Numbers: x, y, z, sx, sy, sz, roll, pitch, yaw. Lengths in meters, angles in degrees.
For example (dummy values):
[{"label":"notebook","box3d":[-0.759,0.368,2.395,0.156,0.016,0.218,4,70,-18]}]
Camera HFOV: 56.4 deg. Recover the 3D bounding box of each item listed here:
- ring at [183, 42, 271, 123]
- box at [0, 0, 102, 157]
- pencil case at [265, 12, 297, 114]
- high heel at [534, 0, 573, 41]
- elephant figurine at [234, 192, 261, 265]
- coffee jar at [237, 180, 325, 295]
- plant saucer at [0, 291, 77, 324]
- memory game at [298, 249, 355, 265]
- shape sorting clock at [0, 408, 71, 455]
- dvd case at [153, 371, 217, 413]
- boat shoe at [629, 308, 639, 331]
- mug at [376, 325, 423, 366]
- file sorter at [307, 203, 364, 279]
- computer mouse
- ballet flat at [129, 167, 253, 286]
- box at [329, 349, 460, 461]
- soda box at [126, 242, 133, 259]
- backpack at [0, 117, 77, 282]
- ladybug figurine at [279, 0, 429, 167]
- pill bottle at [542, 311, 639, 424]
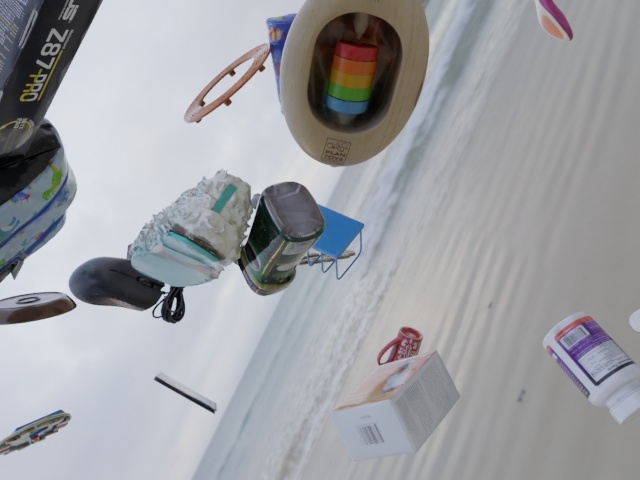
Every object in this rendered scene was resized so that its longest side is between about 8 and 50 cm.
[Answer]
[{"label":"ring","box3d":[-0.269,-0.455,1.749,0.337,0.032,0.336,-31,31,21]},{"label":"box","box3d":[-0.468,-0.349,0.749,0.318,0.395,0.097,-47,-9,28]},{"label":"pencil case","box3d":[-0.082,-0.533,1.802,0.133,0.119,0.306,-46,-43,-47]},{"label":"high heel","box3d":[0.615,-0.633,1.574,0.117,0.244,0.082,-32,-26,1]},{"label":"elephant figurine","box3d":[-0.165,0.010,1.576,0.239,0.186,0.169,-60,-25,11]},{"label":"coffee jar","box3d":[-0.062,0.004,0.859,0.079,0.096,0.184,-16,-23,-30]},{"label":"plant saucer","box3d":[-0.556,0.125,1.137,0.168,0.169,0.029,-68,-25,-80]},{"label":"memory game","box3d":[0.001,0.043,1.567,0.186,0.186,0.012,-71,-27,-84]},{"label":"shape sorting clock","box3d":[-0.770,0.521,1.597,0.206,0.040,0.206,-33,-12,-8]},{"label":"dvd case","box3d":[-0.435,0.492,1.936,0.018,0.221,0.164,-59,4,-12]},{"label":"boat shoe","box3d":[0.780,0.147,1.326,0.063,0.066,0.184,-8,-36,-39]},{"label":"mug","box3d":[0.297,0.412,2.176,0.150,0.113,0.169,-7,-60,-49]},{"label":"file sorter","box3d":[0.000,0.000,1.406,0.118,0.170,0.104,-49,-28,-33]},{"label":"computer mouse","box3d":[-0.446,0.090,1.390,0.072,0.272,0.188,108,165,-49]},{"label":"ballet flat","box3d":[-0.190,-0.011,0.911,0.409,0.147,0.147,-18,43,63]},{"label":"box","box3d":[0.123,0.265,0.965,0.130,0.091,0.170,-26,1,39]},{"label":"soda box","box3d":[-0.479,0.051,1.747,0.060,0.169,0.053,-19,62,39]},{"label":"backpack","box3d":[-0.542,-0.061,0.879,0.355,0.290,0.273,-52,-19,-20]},{"label":"ladybug figurine","box3d":[0.066,-0.369,1.289,0.161,0.305,0.449,-91,14,-54]},{"label":"pill bottle","box3d":[0.516,0.236,1.102,0.193,0.108,0.108,57,135,36]}]
